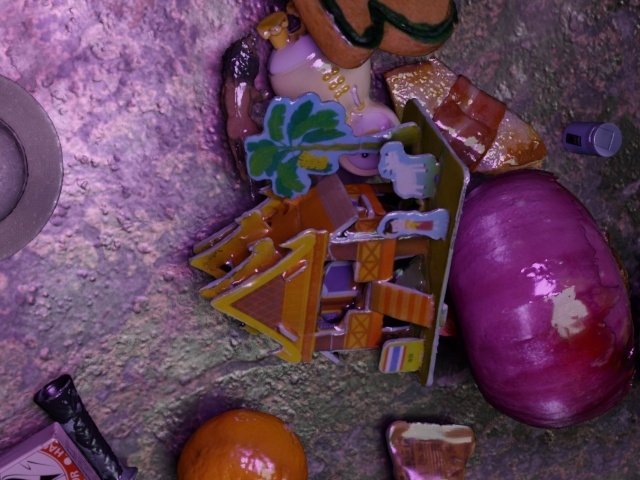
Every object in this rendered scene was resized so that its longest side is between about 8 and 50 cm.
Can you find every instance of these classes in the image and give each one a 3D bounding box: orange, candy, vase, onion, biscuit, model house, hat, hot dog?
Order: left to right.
[{"bbox_3d":[-0.427,-0.084,1.404,0.257,0.130,0.257,-3,97,-22],"label":"hat"},{"bbox_3d":[-0.308,0.259,1.536,0.059,0.059,0.167,-36,109,-14],"label":"vase"},{"bbox_3d":[-0.104,0.314,1.571,0.178,0.155,0.177,6,107,20],"label":"orange"},{"bbox_3d":[0.000,0.000,1.485,0.313,0.242,0.357,-3,124,-17],"label":"model house"},{"bbox_3d":[0.041,-0.351,1.517,0.344,0.057,0.287,28,51,-22],"label":"biscuit"},{"bbox_3d":[0.164,0.399,1.727,0.143,0.101,0.271,-1,91,-16],"label":"candy"},{"bbox_3d":[0.198,-0.167,1.663,0.261,0.093,0.123,37,66,-3],"label":"hot dog"},{"bbox_3d":[0.276,0.085,1.596,0.345,0.358,0.358,-16,103,-14],"label":"onion"}]

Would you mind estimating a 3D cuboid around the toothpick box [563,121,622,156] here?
[{"bbox_3d":[0.410,-0.154,1.756,0.052,0.083,0.052,-3,98,-21],"label":"toothpick box"}]

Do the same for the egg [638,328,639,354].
[{"bbox_3d":[0.617,0.133,1.803,0.220,0.220,0.269,43,81,-21],"label":"egg"}]

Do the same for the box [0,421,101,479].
[{"bbox_3d":[-0.336,0.433,1.521,0.214,0.069,0.353,-31,107,0],"label":"box"}]

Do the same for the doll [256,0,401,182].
[{"bbox_3d":[0.028,-0.196,1.578,0.141,0.117,0.296,-39,109,-6],"label":"doll"}]

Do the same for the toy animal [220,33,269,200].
[{"bbox_3d":[-0.102,-0.162,1.548,0.069,0.086,0.219,-7,97,4],"label":"toy animal"}]
